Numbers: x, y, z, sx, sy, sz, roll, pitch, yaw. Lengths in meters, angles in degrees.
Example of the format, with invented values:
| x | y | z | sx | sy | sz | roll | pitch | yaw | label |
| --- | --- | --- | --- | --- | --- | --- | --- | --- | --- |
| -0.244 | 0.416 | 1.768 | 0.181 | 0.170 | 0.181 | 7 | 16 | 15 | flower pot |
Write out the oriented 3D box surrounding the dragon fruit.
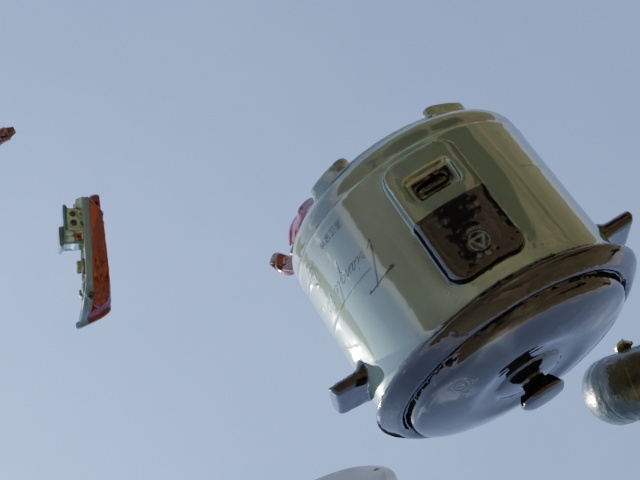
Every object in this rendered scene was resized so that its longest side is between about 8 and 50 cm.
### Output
| x | y | z | sx | sy | sz | roll | pitch | yaw | label |
| --- | --- | --- | --- | --- | --- | --- | --- | --- | --- |
| 0.000 | 0.000 | 1.371 | 0.094 | 0.190 | 0.094 | 7 | -109 | -19 | dragon fruit |

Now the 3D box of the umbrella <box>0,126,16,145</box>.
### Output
| x | y | z | sx | sy | sz | roll | pitch | yaw | label |
| --- | --- | --- | --- | --- | --- | --- | --- | --- | --- |
| -0.352 | -0.066 | 1.101 | 0.165 | 0.027 | 0.025 | -24 | -111 | -6 | umbrella |

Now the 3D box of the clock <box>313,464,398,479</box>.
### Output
| x | y | z | sx | sy | sz | roll | pitch | yaw | label |
| --- | --- | --- | --- | --- | --- | --- | --- | --- | --- |
| 0.001 | 0.356 | 1.447 | 0.230 | 0.230 | 0.083 | -37 | -78 | -39 | clock |

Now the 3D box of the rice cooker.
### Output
| x | y | z | sx | sy | sz | roll | pitch | yaw | label |
| --- | --- | --- | --- | --- | --- | --- | --- | --- | --- |
| 0.117 | 0.036 | 0.980 | 0.280 | 0.241 | 0.227 | -28 | -117 | -10 | rice cooker |

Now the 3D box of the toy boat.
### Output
| x | y | z | sx | sy | sz | roll | pitch | yaw | label |
| --- | --- | --- | --- | --- | --- | --- | --- | --- | --- |
| -0.300 | 0.026 | 1.543 | 0.058 | 0.069 | 0.173 | -5 | -101 | -16 | toy boat |

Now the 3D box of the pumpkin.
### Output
| x | y | z | sx | sy | sz | roll | pitch | yaw | label |
| --- | --- | --- | --- | --- | --- | --- | --- | --- | --- |
| 0.481 | 0.216 | 1.863 | 0.167 | 0.167 | 0.125 | -1 | -123 | -28 | pumpkin |
